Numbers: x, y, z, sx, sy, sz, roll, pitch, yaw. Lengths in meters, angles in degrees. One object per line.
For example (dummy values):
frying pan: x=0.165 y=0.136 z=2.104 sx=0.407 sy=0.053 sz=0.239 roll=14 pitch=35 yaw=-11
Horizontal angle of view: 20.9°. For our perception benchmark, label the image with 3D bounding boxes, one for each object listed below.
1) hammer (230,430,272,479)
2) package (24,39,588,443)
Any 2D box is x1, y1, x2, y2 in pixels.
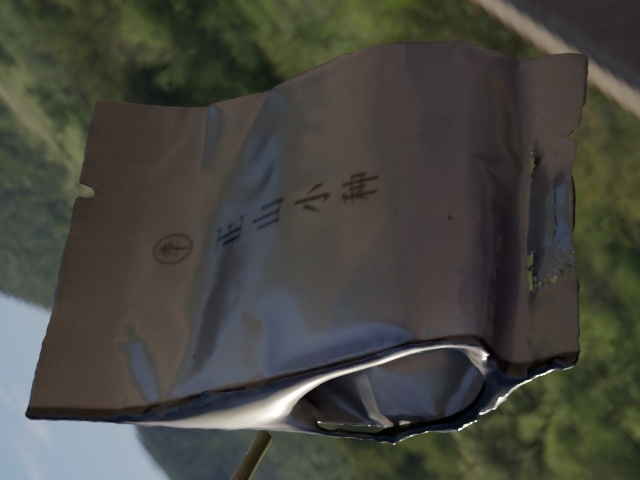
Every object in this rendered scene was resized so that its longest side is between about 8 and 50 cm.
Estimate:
hammer: x=-0.097 y=0.259 z=1.640 sx=0.013 sy=0.199 sz=0.062 roll=-3 pitch=137 yaw=43
package: x=0.000 y=0.000 z=0.809 sx=0.062 sy=0.251 sz=0.204 roll=69 pitch=-159 yaw=-44
